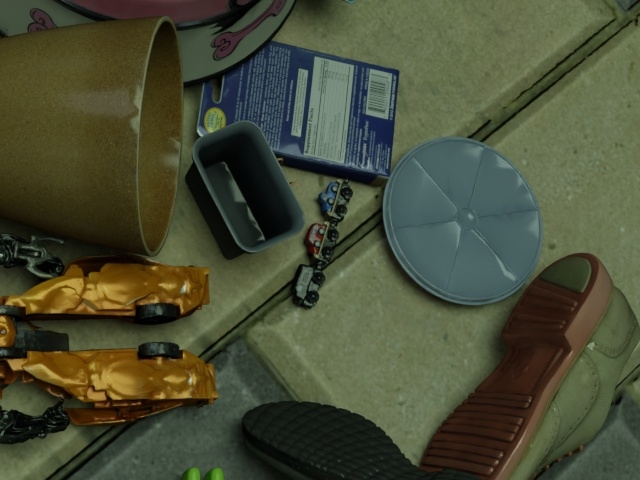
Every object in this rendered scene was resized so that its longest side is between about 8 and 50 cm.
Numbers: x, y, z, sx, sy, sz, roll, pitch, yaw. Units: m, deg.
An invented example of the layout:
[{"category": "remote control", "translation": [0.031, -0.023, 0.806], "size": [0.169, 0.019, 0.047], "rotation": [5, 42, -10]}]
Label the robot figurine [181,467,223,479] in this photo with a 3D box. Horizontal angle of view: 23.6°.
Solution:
[{"category": "robot figurine", "translation": [-0.119, 0.287, 1.535], "size": [0.101, 0.067, 0.115], "rotation": [3, 74, -19]}]

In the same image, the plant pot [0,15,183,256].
[{"category": "plant pot", "translation": [-0.279, -0.110, 1.518], "size": [0.254, 0.237, 0.237], "rotation": [4, 72, 5]}]

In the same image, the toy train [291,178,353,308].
[{"category": "toy train", "translation": [0.000, 0.000, 1.688], "size": [0.036, 0.027, 0.158], "rotation": [19, 69, -3]}]

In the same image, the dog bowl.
[{"category": "dog bowl", "translation": [-0.194, -0.374, 1.638], "size": [0.408, 0.150, 0.408], "rotation": [6, 69, -15]}]

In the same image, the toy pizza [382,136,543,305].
[{"category": "toy pizza", "translation": [0.161, -0.021, 1.750], "size": [0.201, 0.032, 0.201], "rotation": [6, 71, -19]}]

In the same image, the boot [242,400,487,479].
[{"category": "boot", "translation": [0.045, 0.314, 1.543], "size": [0.118, 0.338, 0.223], "rotation": [-21, 127, -47]}]

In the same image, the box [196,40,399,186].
[{"category": "box", "translation": [-0.026, -0.150, 1.715], "size": [0.225, 0.036, 0.136], "rotation": [12, 70, -16]}]

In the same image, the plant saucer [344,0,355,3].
[{"category": "plant saucer", "translation": [0.038, -0.359, 1.735], "size": [0.067, 0.018, 0.192], "rotation": [25, 69, -11]}]

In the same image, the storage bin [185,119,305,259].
[{"category": "storage bin", "translation": [-0.084, -0.048, 1.634], "size": [0.098, 0.091, 0.135], "rotation": [-25, 85, -25]}]

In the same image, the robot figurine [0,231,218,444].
[{"category": "robot figurine", "translation": [-0.251, 0.100, 1.531], "size": [0.291, 0.085, 0.211], "rotation": [1, 74, -21]}]

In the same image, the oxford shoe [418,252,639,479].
[{"category": "oxford shoe", "translation": [0.234, 0.209, 1.656], "size": [0.146, 0.140, 0.397], "rotation": [43, 73, -27]}]
